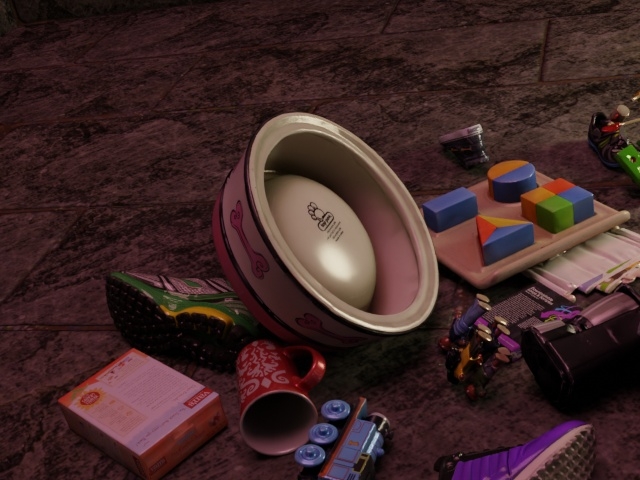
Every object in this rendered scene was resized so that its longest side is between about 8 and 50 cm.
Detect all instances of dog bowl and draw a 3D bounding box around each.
[{"bbox_3d":[0.000,0.000,1.594,0.150,0.408,0.408,-36,13,36],"label":"dog bowl"}]

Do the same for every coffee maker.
[{"bbox_3d":[0.403,0.162,1.399,0.178,0.120,0.171,-22,32,-16],"label":"coffee maker"}]

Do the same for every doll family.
[{"bbox_3d":[0.228,0.166,1.494,0.076,0.111,0.193,30,28,-3],"label":"doll family"}]

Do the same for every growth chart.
[{"bbox_3d":[0.477,0.039,1.683,0.237,0.021,0.172,-21,31,-15],"label":"growth chart"}]

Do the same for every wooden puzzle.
[{"bbox_3d":[0.334,-0.053,1.810,0.322,0.080,0.348,-24,27,-19],"label":"wooden puzzle"}]

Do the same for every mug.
[{"bbox_3d":[-0.057,0.223,1.482,0.150,0.113,0.169,-21,26,-2],"label":"mug"}]

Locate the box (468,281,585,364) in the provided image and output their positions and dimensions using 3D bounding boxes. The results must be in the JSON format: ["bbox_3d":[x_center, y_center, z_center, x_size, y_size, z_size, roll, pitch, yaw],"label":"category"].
[{"bbox_3d":[0.328,0.130,1.576,0.162,0.029,0.116,-25,33,-19],"label":"box"}]

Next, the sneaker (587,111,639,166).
[{"bbox_3d":[0.595,-0.207,2.002,0.067,0.078,0.188,-14,32,-4],"label":"sneaker"}]

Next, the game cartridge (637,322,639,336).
[{"bbox_3d":[0.571,0.105,1.401,0.196,0.060,0.294,33,40,10],"label":"game cartridge"}]

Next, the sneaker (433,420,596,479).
[{"bbox_3d":[0.220,0.301,1.246,0.293,0.102,0.146,-30,33,-28],"label":"sneaker"}]

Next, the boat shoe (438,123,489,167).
[{"bbox_3d":[0.308,-0.196,2.119,0.065,0.083,0.183,-17,3,-9],"label":"boat shoe"}]

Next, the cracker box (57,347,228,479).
[{"bbox_3d":[-0.278,0.268,1.529,0.156,0.067,0.232,-35,35,-32],"label":"cracker box"}]

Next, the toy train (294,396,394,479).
[{"bbox_3d":[0.034,0.295,1.360,0.105,0.080,0.184,11,34,19],"label":"toy train"}]

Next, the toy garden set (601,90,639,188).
[{"bbox_3d":[0.650,-0.204,1.922,0.244,0.049,0.203,-29,75,-27],"label":"toy garden set"}]

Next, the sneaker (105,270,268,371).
[{"bbox_3d":[-0.235,0.125,1.723,0.344,0.134,0.146,16,33,26],"label":"sneaker"}]
